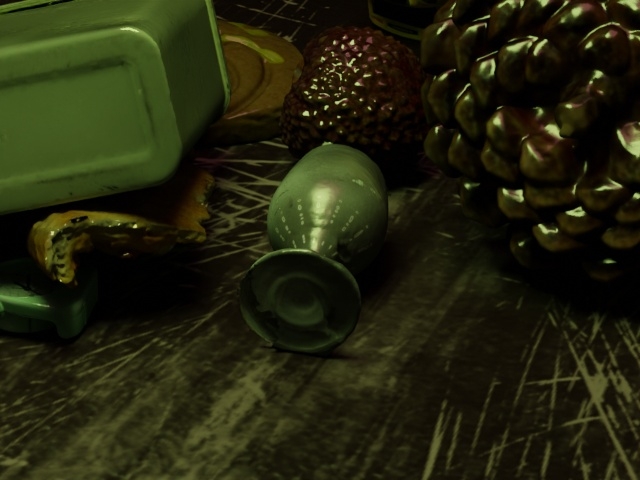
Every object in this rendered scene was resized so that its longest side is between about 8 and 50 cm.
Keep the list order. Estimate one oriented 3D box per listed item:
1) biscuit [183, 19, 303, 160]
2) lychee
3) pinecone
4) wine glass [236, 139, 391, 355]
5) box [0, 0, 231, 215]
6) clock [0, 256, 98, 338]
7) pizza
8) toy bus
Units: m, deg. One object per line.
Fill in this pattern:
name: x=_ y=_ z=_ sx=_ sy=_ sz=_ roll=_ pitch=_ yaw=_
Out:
biscuit: x=-0.208 y=-0.205 z=1.899 sx=0.394 sy=0.070 sz=0.350 roll=-2 pitch=32 yaw=-12
lychee: x=0.047 y=-0.152 z=1.742 sx=0.188 sy=0.188 sz=0.188 roll=1 pitch=29 yaw=-1
pinecone: x=0.314 y=-0.158 z=1.563 sx=0.398 sy=0.398 sz=0.398 roll=1 pitch=29 yaw=-1
wine glass: x=0.000 y=0.000 z=1.504 sx=0.126 sy=0.126 sz=0.241 roll=5 pitch=31 yaw=6
box: x=-0.287 y=-0.144 z=1.555 sx=0.352 sy=0.177 sz=0.344 roll=-10 pitch=16 yaw=5
clock: x=-0.287 y=0.052 z=1.473 sx=0.135 sy=0.041 sz=0.101 roll=5 pitch=28 yaw=7
pizza: x=-0.196 y=-0.025 z=1.535 sx=0.182 sy=0.074 sz=0.365 roll=5 pitch=16 yaw=3
toy bus: x=0.166 y=-0.386 z=2.185 sx=0.145 sy=0.151 sz=0.331 roll=21 pitch=32 yaw=20
